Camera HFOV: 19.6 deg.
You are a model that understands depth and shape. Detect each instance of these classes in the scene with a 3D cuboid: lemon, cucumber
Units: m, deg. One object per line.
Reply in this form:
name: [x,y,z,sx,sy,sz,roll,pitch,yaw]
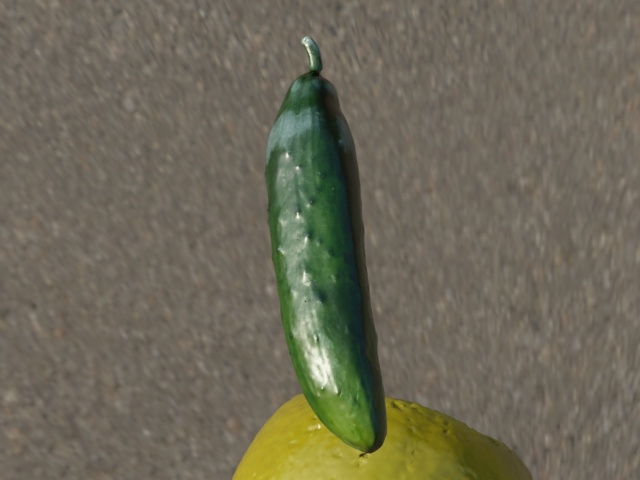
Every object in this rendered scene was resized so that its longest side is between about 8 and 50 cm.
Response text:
lemon: [0.036,0.240,1.340,0.240,0.240,0.219,15,69,11]
cucumber: [0.000,0.000,1.041,0.056,0.056,0.250,-9,68,5]
